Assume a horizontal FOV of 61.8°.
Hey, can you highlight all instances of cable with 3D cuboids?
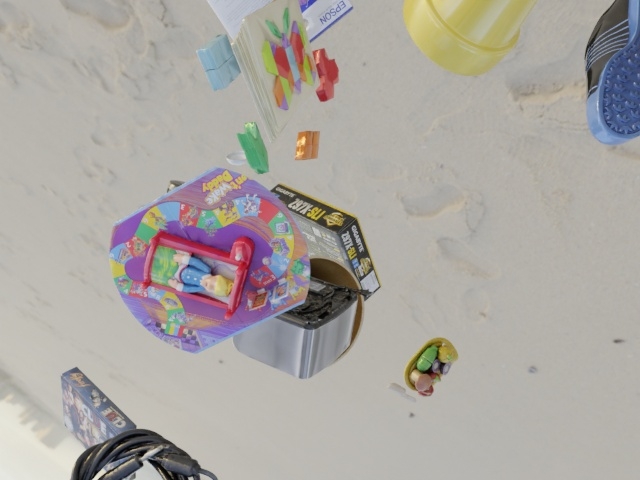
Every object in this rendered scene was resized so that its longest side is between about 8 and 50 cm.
[{"bbox_3d":[-0.187,0.275,0.494,0.151,0.184,0.047,21,164,13],"label":"cable"}]

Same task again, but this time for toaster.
[{"bbox_3d":[-0.034,0.131,0.902,0.186,0.168,0.110,16,112,27],"label":"toaster"}]

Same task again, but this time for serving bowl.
[{"bbox_3d":[-0.262,-0.263,1.731,0.083,0.083,0.027,20,128,33],"label":"serving bowl"}]

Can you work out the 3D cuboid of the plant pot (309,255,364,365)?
[{"bbox_3d":[-0.071,0.142,1.196,0.237,0.237,0.254,54,159,-21],"label":"plant pot"}]

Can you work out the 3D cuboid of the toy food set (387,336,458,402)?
[{"bbox_3d":[0.311,0.380,1.518,0.128,0.218,0.071,43,177,-25],"label":"toy food set"}]

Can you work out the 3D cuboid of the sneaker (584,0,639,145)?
[{"bbox_3d":[0.342,-0.194,0.608,0.082,0.232,0.090,27,162,0],"label":"sneaker"}]

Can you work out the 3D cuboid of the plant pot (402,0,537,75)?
[{"bbox_3d":[0.335,-0.511,1.093,0.254,0.254,0.239,43,151,-2],"label":"plant pot"}]

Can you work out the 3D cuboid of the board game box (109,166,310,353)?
[{"bbox_3d":[-0.095,0.025,0.427,0.169,0.033,0.133,-26,104,12],"label":"board game box"}]

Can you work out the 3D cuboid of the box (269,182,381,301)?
[{"bbox_3d":[0.000,0.000,1.455,0.322,0.079,0.257,27,152,44],"label":"box"}]

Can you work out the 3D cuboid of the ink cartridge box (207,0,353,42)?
[{"bbox_3d":[-0.113,-0.588,1.255,0.304,0.072,0.307,-28,104,31],"label":"ink cartridge box"}]

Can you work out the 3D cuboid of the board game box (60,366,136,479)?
[{"bbox_3d":[-0.505,0.419,1.215,0.243,0.042,0.165,27,121,31],"label":"board game box"}]

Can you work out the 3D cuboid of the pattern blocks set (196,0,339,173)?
[{"bbox_3d":[-0.049,-0.234,0.703,0.026,0.324,0.285,-3,138,24],"label":"pattern blocks set"}]

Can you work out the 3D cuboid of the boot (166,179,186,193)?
[{"bbox_3d":[-0.216,0.004,1.026,0.236,0.178,0.085,28,-173,-33],"label":"boot"}]
